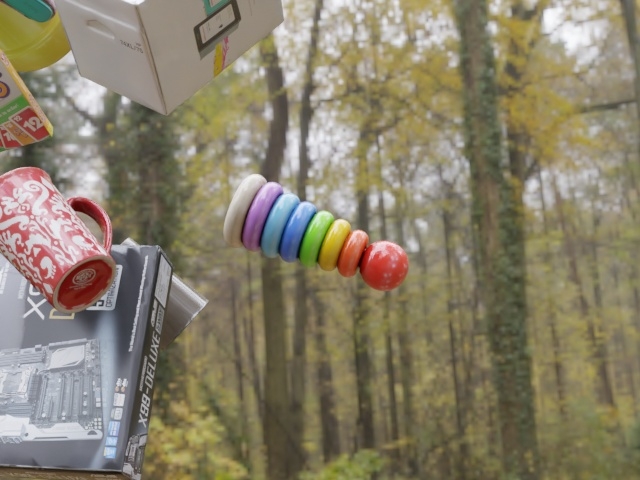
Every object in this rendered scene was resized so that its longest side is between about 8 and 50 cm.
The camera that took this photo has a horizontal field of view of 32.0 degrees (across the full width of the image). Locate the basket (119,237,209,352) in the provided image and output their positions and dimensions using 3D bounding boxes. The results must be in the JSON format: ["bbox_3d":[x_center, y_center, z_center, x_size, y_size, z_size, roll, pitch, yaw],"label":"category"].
[{"bbox_3d":[-0.382,0.115,2.471,0.227,0.154,0.204,42,-16,-3],"label":"basket"}]

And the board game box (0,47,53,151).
[{"bbox_3d":[-0.594,-0.265,2.004,0.124,0.039,0.259,-15,-43,8],"label":"board game box"}]

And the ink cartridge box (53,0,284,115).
[{"bbox_3d":[-0.223,-0.359,1.642,0.198,0.270,0.197,27,-34,30],"label":"ink cartridge box"}]

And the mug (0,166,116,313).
[{"bbox_3d":[-0.323,-0.007,1.389,0.150,0.169,0.113,-34,-31,-22],"label":"mug"}]

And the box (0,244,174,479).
[{"bbox_3d":[-0.337,0.157,1.470,0.242,0.307,0.076,1,-25,12],"label":"box"}]

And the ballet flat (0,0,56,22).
[{"bbox_3d":[-0.549,-0.453,1.917,0.077,0.079,0.221,-35,-41,29],"label":"ballet flat"}]

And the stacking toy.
[{"bbox_3d":[0.000,0.000,1.990,0.330,0.141,0.141,21,-8,10],"label":"stacking toy"}]

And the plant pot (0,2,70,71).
[{"bbox_3d":[-0.605,-0.479,2.127,0.254,0.254,0.239,-7,-15,17],"label":"plant pot"}]
